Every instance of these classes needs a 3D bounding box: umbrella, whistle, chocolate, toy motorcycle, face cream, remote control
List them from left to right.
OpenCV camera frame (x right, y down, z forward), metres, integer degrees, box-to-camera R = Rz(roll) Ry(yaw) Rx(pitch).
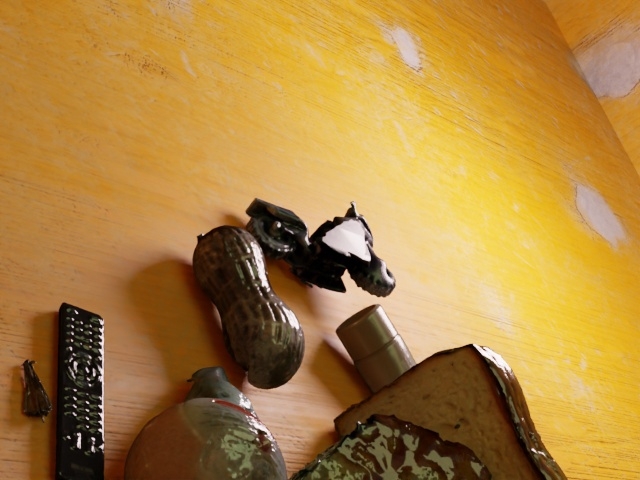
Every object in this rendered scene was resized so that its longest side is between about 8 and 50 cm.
[{"bbox_3d":[-0.315,0.166,1.381,0.031,0.020,0.083,-11,60,-17],"label":"umbrella"},{"bbox_3d":[-0.275,0.173,1.425,0.063,0.025,0.245,30,36,-34],"label":"remote control"},{"bbox_3d":[-0.118,0.236,1.456,0.189,0.189,0.348,46,18,-13],"label":"whistle"},{"bbox_3d":[-0.098,0.086,1.709,0.110,0.110,0.248,1,60,-56],"label":"chocolate"},{"bbox_3d":[0.000,0.000,1.961,0.270,0.106,0.159,23,35,-26],"label":"toy motorcycle"},{"bbox_3d":[0.144,0.259,1.917,0.341,0.084,0.137,58,18,-5],"label":"face cream"}]

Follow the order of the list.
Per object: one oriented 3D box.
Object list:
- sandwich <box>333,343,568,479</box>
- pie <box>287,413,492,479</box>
[{"bbox_3d":[0.181,0.309,1.696,0.099,0.271,0.301,20,42,-59],"label":"sandwich"},{"bbox_3d":[0.079,0.382,1.535,0.354,0.103,0.288,-39,87,-31],"label":"pie"}]
